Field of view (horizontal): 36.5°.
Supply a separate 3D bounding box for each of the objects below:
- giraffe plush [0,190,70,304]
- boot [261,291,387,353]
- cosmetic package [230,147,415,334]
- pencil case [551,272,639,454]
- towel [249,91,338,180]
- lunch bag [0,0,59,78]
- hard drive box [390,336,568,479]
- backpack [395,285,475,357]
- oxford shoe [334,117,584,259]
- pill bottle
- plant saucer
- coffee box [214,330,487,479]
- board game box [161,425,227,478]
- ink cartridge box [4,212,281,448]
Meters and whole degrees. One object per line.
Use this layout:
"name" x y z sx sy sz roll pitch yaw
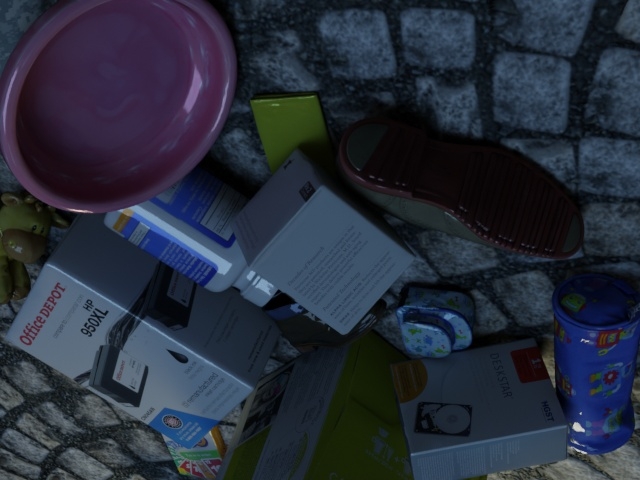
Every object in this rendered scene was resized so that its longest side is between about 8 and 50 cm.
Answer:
"giraffe plush" -0.524 -0.007 1.646 0.170 0.181 0.210 -18 89 24
"boot" 0.001 0.117 1.568 0.106 0.082 0.219 43 136 -23
"cosmetic package" 0.000 0.000 1.342 0.184 0.151 0.151 37 99 -27
"pencil case" 0.408 0.180 1.425 0.133 0.119 0.306 -21 131 -9
"towel" -0.024 -0.111 1.400 0.102 0.021 0.237 -2 131 18
"lunch bag" -0.442 -0.278 1.269 0.256 0.212 0.305 12 143 5
"hard drive box" 0.237 0.259 1.476 0.232 0.181 0.089 -11 131 0
"backpack" 0.180 0.130 1.500 0.114 0.084 0.105 1 136 19
"oxford shoe" 0.184 -0.062 1.311 0.348 0.123 0.130 24 164 -2
"pill bottle" -0.174 -0.017 1.461 0.272 0.152 0.152 33 137 -10
"plant saucer" -0.266 -0.193 1.254 0.084 0.332 0.332 43 150 36
"coffee box" 0.047 0.412 1.651 0.338 0.338 0.334 38 135 -16
"board game box" -0.266 0.408 2.013 0.124 0.039 0.259 3 131 19
"ink cartridge box" -0.309 0.154 1.679 0.395 0.166 0.285 33 136 -9
